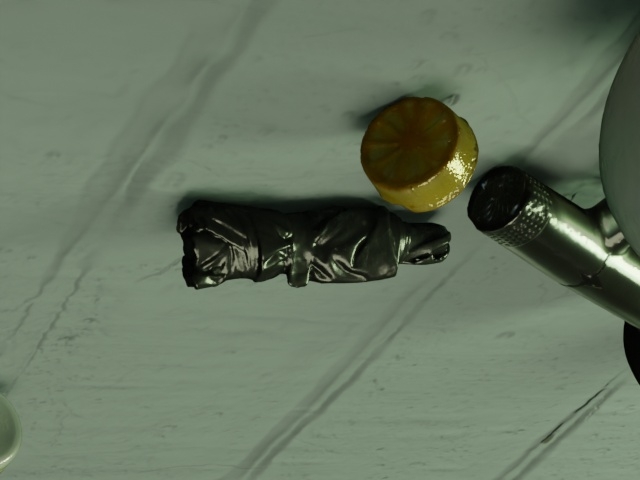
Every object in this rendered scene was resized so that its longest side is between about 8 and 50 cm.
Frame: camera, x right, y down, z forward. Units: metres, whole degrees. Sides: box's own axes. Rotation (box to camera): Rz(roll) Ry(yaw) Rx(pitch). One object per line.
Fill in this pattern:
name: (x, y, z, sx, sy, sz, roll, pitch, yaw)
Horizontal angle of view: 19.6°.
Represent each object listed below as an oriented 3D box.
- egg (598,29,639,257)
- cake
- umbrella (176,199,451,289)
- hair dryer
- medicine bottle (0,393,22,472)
egg: (0.352, -0.068, 1.215, 0.340, 0.354, 0.354, -12, 156, 30)
cake: (0.071, -0.062, 1.340, 0.084, 0.084, 0.044, -24, 148, 16)
umbrella: (0.000, 0.000, 1.442, 0.236, 0.059, 0.066, -2, 106, -28)
hair dryer: (0.317, 0.001, 1.506, 0.284, 0.156, 0.320, -19, 144, 28)
medicine bottle: (-0.332, 0.200, 1.602, 0.086, 0.086, 0.183, 6, 144, -34)
